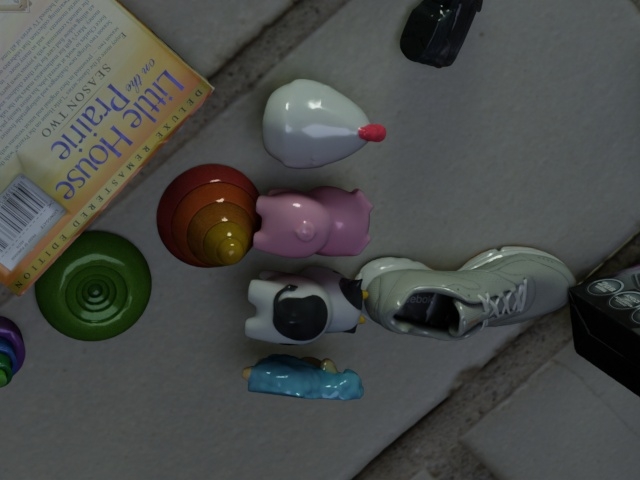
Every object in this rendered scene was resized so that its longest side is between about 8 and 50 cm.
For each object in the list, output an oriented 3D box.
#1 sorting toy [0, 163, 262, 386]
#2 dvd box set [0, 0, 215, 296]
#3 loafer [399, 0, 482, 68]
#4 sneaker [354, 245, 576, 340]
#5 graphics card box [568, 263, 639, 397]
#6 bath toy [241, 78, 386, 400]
[{"bbox_3d":[-0.212,0.056,1.746,0.365,0.126,0.127,-30,115,-3],"label":"sorting toy"},{"bbox_3d":[-0.359,-0.182,1.650,0.420,0.062,0.307,41,96,-24],"label":"dvd box set"},{"bbox_3d":[0.148,-0.265,1.765,0.061,0.062,0.170,16,110,-43],"label":"loafer"},{"bbox_3d":[0.175,0.074,1.859,0.262,0.121,0.099,-6,111,-14],"label":"sneaker"},{"bbox_3d":[0.497,0.075,1.861,0.371,0.233,0.094,-18,115,-17],"label":"graphics card box"},{"bbox_3d":[0.000,0.000,1.778,0.129,0.151,0.348,7,104,12],"label":"bath toy"}]
